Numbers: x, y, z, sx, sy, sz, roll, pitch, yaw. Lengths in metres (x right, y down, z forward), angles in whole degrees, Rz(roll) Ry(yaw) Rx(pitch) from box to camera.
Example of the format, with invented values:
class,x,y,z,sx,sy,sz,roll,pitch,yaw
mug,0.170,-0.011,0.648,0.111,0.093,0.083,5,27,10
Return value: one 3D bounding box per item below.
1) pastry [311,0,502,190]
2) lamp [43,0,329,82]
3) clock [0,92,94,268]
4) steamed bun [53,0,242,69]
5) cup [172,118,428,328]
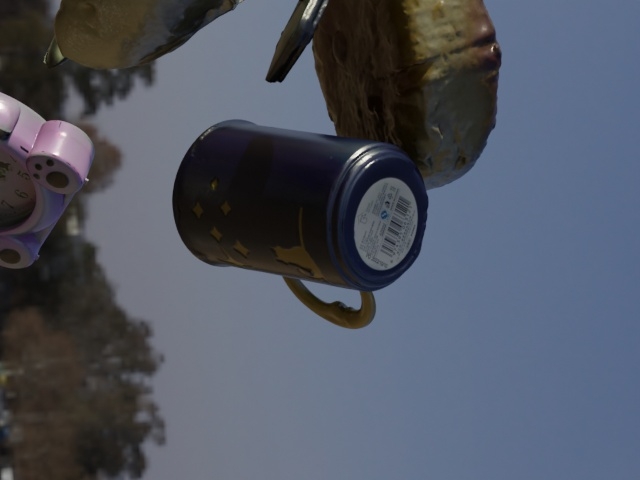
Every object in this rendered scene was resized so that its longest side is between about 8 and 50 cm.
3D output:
class,x,y,z,sx,sy,sz,roll,pitch,yaw
pastry,0.095,-0.214,1.660,0.329,0.136,0.330,166,-90,-69
lamp,-0.140,-0.235,1.467,0.124,0.283,0.203,99,10,-59
clock,-0.427,-0.095,1.746,0.227,0.248,0.090,-50,-161,39
steamed bun,-0.126,-0.239,1.258,0.110,0.231,0.212,48,-14,2
cup,0.005,-0.021,1.611,0.256,0.255,0.178,12,-107,44
